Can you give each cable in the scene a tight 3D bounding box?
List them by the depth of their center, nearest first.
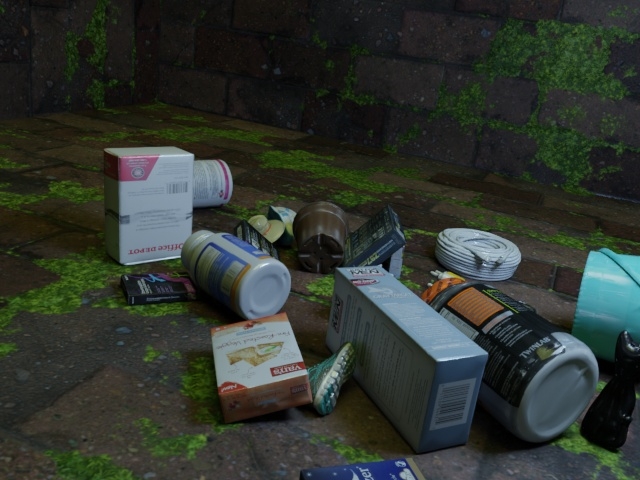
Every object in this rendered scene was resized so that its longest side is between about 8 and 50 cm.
[{"bbox_3d":[0.411,0.151,1.634,0.287,0.072,0.139,15,26,18],"label":"cable"},{"bbox_3d":[0.481,0.038,1.950,0.257,0.089,0.257,-11,26,-44],"label":"cable"}]

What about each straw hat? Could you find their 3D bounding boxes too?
[{"bbox_3d":[-0.180,-0.038,1.845,0.145,0.061,0.144,-18,33,12],"label":"straw hat"}]

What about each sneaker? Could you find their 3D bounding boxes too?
[{"bbox_3d":[0.010,0.246,1.190,0.076,0.065,0.166,6,36,30],"label":"sneaker"},{"bbox_3d":[-0.103,-0.050,1.972,0.092,0.087,0.228,6,22,-17],"label":"sneaker"}]

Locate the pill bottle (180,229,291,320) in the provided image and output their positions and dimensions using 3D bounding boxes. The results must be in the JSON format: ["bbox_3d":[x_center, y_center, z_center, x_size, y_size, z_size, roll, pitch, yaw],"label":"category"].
[{"bbox_3d":[-0.209,0.071,1.497,0.152,0.152,0.272,-11,27,-42],"label":"pill bottle"}]

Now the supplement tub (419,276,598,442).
[{"bbox_3d":[0.340,0.212,1.239,0.207,0.207,0.338,-3,23,-28],"label":"supplement tub"}]

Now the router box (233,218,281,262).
[{"bbox_3d":[-0.167,0.025,1.696,0.133,0.046,0.179,42,9,-20],"label":"router box"}]

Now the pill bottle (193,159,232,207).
[{"bbox_3d":[-0.447,-0.182,2.087,0.283,0.160,0.160,-7,25,-36],"label":"pill bottle"}]

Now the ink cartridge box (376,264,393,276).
[{"bbox_3d":[0.117,0.131,1.525,0.062,0.104,0.181,21,24,31],"label":"ink cartridge box"}]

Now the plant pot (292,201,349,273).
[{"bbox_3d":[0.000,0.000,1.784,0.167,0.166,0.165,7,28,-3],"label":"plant pot"}]

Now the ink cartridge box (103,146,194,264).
[{"bbox_3d":[-0.452,-0.096,1.673,0.207,0.282,0.117,-8,22,-38],"label":"ink cartridge box"}]

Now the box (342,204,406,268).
[{"bbox_3d":[0.145,0.006,1.783,0.059,0.183,0.232,48,14,-13],"label":"box"}]

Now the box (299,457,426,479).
[{"bbox_3d":[0.059,0.381,0.920,0.225,0.036,0.136,-1,21,-19],"label":"box"}]

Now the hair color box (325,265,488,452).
[{"bbox_3d":[0.143,0.205,1.213,0.114,0.185,0.374,-2,22,-26],"label":"hair color box"}]

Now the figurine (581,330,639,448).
[{"bbox_3d":[0.584,0.292,1.106,0.092,0.209,0.215,-6,25,-34],"label":"figurine"}]

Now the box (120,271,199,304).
[{"bbox_3d":[-0.380,0.111,1.502,0.162,0.029,0.116,-3,23,-26],"label":"box"}]

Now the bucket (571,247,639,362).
[{"bbox_3d":[0.690,0.155,1.461,0.183,0.281,0.281,13,20,25],"label":"bucket"}]

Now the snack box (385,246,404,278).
[{"bbox_3d":[0.211,0.038,1.823,0.037,0.100,0.141,7,20,0],"label":"snack box"}]

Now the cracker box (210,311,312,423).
[{"bbox_3d":[-0.116,0.227,1.179,0.156,0.067,0.232,-12,24,-9],"label":"cracker box"}]
